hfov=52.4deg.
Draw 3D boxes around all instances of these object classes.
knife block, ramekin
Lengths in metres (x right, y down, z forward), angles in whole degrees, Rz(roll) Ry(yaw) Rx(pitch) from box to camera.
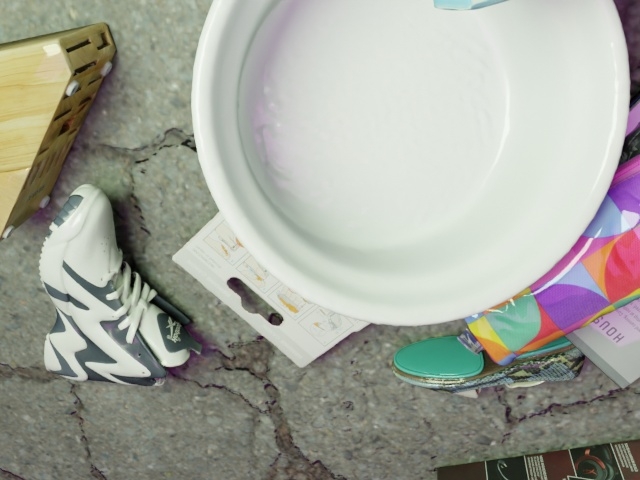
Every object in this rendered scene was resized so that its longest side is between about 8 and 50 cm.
[{"bbox_3d":[-0.346,-0.123,0.570,0.242,0.088,0.276,32,118,-10],"label":"knife block"},{"bbox_3d":[0.053,-0.093,0.458,0.277,0.135,0.277,-2,102,-9],"label":"ramekin"}]

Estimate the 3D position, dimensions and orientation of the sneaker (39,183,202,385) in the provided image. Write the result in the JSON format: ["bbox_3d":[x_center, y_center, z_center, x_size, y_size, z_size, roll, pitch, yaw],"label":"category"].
[{"bbox_3d":[-0.185,0.061,0.641,0.153,0.094,0.235,16,119,-2],"label":"sneaker"}]

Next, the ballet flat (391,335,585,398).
[{"bbox_3d":[0.167,0.126,0.641,0.188,0.070,0.070,-11,115,16],"label":"ballet flat"}]

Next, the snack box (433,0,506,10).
[{"bbox_3d":[0.118,-0.295,0.301,0.187,0.060,0.322,-18,114,-6],"label":"snack box"}]

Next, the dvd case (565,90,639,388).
[{"bbox_3d":[0.278,-0.011,0.540,0.179,0.029,0.239,43,114,2],"label":"dvd case"}]

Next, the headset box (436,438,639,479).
[{"bbox_3d":[0.295,0.341,0.705,0.293,0.110,0.218,-13,114,15],"label":"headset box"}]

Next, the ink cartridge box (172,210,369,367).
[{"bbox_3d":[0.000,0.000,0.609,0.181,0.056,0.224,43,120,-14],"label":"ink cartridge box"}]

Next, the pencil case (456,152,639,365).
[{"bbox_3d":[0.206,0.008,0.499,0.236,0.104,0.104,-33,108,21],"label":"pencil case"}]
